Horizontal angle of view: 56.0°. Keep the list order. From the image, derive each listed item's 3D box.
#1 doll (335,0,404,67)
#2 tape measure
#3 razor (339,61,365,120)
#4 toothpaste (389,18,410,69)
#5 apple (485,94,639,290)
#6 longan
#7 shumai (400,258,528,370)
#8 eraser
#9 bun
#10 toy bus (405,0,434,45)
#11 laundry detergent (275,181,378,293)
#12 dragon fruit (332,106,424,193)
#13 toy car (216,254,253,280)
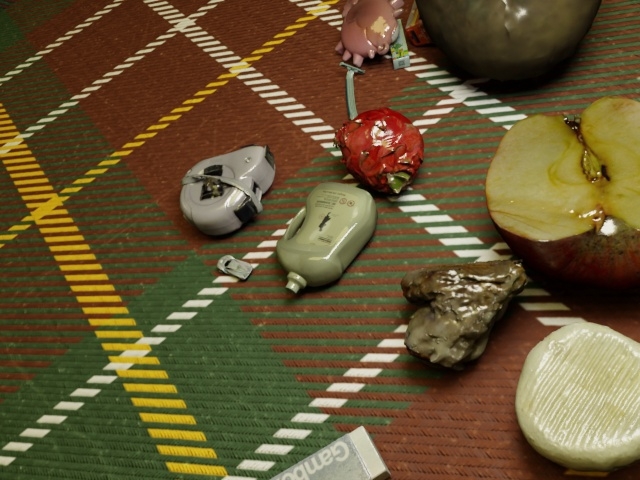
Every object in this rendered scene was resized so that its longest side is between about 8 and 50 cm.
[{"bbox_3d":[0.121,-0.561,1.569,0.211,0.093,0.262,-47,45,16],"label":"doll"},{"bbox_3d":[-0.225,-0.108,1.386,0.236,0.120,0.197,-11,55,17],"label":"tape measure"},{"bbox_3d":[0.079,-0.364,1.508,0.068,0.037,0.191,13,56,-22],"label":"razor"},{"bbox_3d":[0.199,-0.510,1.568,0.046,0.034,0.164,-11,54,8],"label":"toothpaste"},{"bbox_3d":[0.466,-0.090,1.025,0.328,0.295,0.365,18,46,-15],"label":"apple"},{"bbox_3d":[0.402,-0.574,1.311,0.404,0.436,0.404,-23,17,8],"label":"longan"},{"bbox_3d":[0.251,0.133,1.037,0.218,0.184,0.186,-7,90,20],"label":"shumai"},{"bbox_3d":[0.002,0.399,0.992,0.212,0.046,0.092,-31,52,-3],"label":"eraser"},{"bbox_3d":[0.410,0.242,0.901,0.231,0.133,0.231,-16,50,20],"label":"bun"},{"bbox_3d":[0.275,-0.587,1.567,0.077,0.079,0.174,-7,52,37],"label":"toy bus"},{"bbox_3d":[0.000,0.000,1.244,0.181,0.091,0.253,19,65,31],"label":"laundry detergent"},{"bbox_3d":[0.131,-0.196,1.287,0.172,0.172,0.209,-43,68,-12],"label":"dragon fruit"},{"bbox_3d":[-0.189,0.058,1.313,0.093,0.025,0.041,19,63,29],"label":"toy car"}]
